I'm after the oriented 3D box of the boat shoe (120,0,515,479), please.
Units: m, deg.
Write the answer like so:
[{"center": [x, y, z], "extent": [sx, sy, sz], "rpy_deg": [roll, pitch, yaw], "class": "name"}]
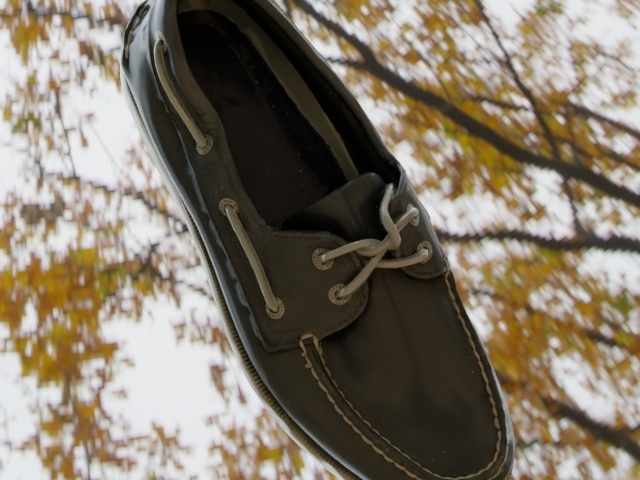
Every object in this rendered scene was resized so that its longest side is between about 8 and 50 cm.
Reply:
[{"center": [0.000, 0.000, 0.993], "extent": [0.116, 0.099, 0.319], "rpy_deg": [-28, -100, -19], "class": "boat shoe"}]
